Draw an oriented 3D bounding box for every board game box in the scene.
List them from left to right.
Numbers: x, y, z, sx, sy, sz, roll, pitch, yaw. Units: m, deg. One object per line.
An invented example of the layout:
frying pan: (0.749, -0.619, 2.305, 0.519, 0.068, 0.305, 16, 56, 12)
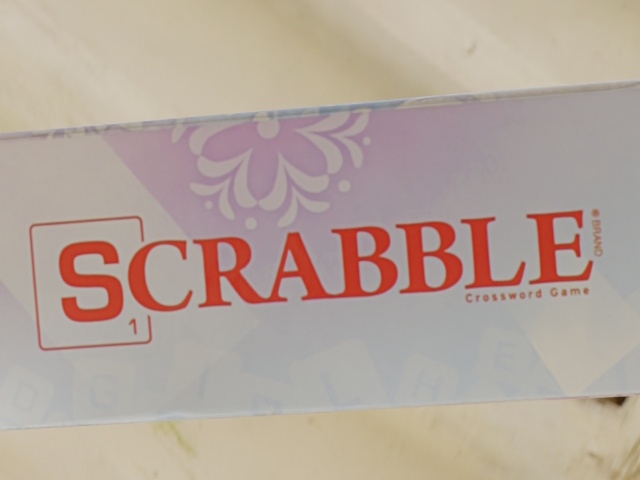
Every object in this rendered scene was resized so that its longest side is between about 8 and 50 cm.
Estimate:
board game box: (0.000, 0.000, 0.518, 0.318, 0.318, 0.066, -4, -89, 9)
